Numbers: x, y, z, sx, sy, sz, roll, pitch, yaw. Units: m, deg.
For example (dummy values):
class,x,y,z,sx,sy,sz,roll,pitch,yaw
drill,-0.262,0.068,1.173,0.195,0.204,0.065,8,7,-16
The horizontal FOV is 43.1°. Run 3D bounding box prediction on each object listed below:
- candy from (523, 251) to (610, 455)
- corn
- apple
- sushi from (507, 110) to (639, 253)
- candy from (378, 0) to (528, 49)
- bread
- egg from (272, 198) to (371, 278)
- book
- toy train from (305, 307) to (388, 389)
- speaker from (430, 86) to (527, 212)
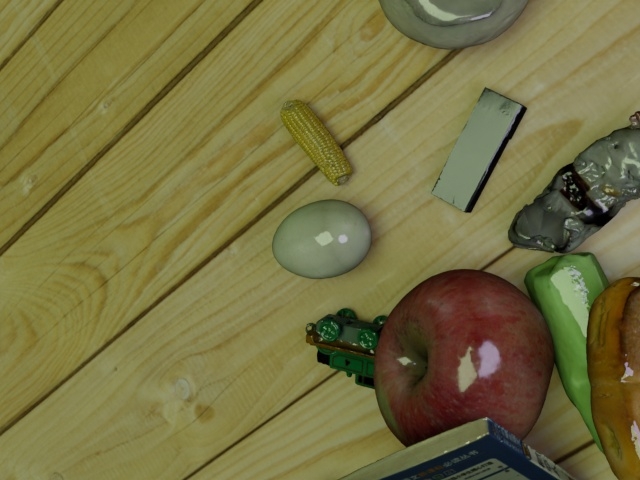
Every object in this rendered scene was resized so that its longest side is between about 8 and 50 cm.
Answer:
class,x,y,z,sx,sy,sz,roll,pitch,yaw
candy,0.461,0.187,1.376,0.142,0.132,0.344,-24,81,16
corn,-0.010,-0.198,1.616,0.067,0.067,0.206,-41,76,21
apple,0.253,0.218,1.380,0.344,0.269,0.345,-28,57,56
sushi,0.455,-0.080,1.366,0.332,0.130,0.124,-42,72,21
candy,0.242,-0.470,1.425,0.295,0.185,0.296,-1,83,11
bread,0.551,0.238,1.223,0.336,0.148,0.328,10,67,-15
egg,0.000,0.000,1.574,0.209,0.151,0.151,-15,86,31
book,0.253,0.429,1.353,0.300,0.428,0.039,-30,44,25
toy train,0.071,0.214,1.585,0.227,0.091,0.136,7,105,25
speaker,0.290,-0.163,1.489,0.082,0.044,0.218,30,105,21
